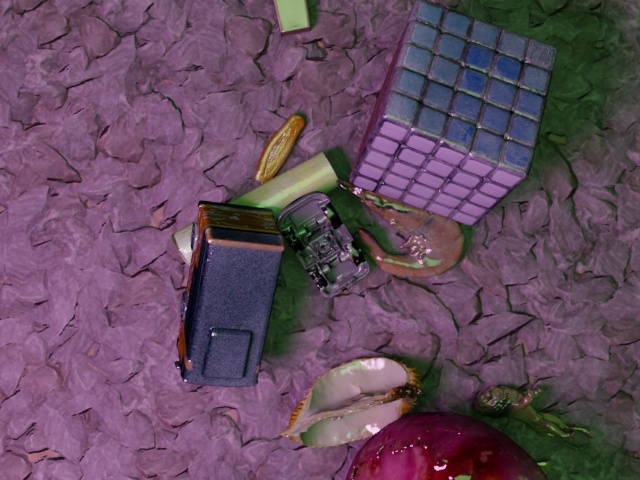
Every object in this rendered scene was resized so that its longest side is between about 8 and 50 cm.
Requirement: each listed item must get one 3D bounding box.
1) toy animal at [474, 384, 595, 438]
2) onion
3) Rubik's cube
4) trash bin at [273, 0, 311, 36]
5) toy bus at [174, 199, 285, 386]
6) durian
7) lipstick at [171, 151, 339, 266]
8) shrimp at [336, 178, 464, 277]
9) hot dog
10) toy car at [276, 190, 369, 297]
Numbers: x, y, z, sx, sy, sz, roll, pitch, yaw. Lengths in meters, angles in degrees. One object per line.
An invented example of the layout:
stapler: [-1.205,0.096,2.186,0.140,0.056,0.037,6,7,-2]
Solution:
toy animal: [0.376,0.295,1.274,0.220,0.069,0.086,22,111,5]
onion: [0.208,0.445,1.173,0.358,0.345,0.358,0,92,14]
Rubik's cube: [0.205,-0.192,1.161,0.237,0.238,0.237,19,69,-3]
trash bin: [-0.051,-0.410,1.282,0.061,0.043,0.092,-11,91,-1]
toy bus: [-0.150,0.093,1.184,0.139,0.167,0.275,7,111,-18]
durian: [0.056,0.285,1.235,0.252,0.139,0.144,-9,94,-1]
lipstick: [-0.112,-0.051,1.265,0.304,0.076,0.076,-29,90,0]
shrimp: [0.126,-0.017,1.275,0.254,0.059,0.145,19,109,-8]
hot dog: [-0.075,-0.162,1.288,0.044,0.028,0.137,29,92,-25]
toy car: [0.000,0.000,1.254,0.097,0.100,0.191,-32,116,-1]
